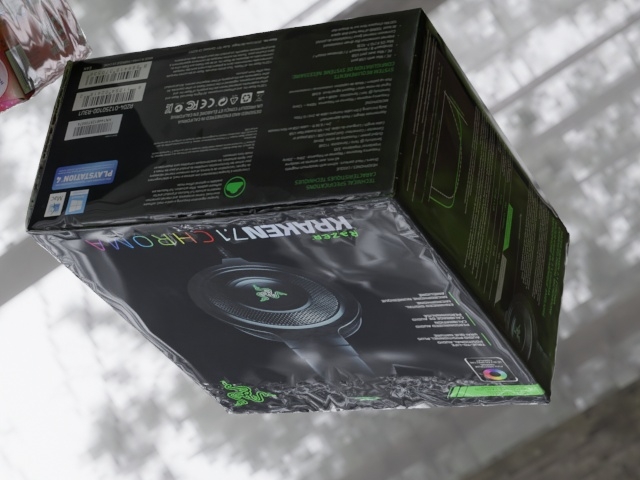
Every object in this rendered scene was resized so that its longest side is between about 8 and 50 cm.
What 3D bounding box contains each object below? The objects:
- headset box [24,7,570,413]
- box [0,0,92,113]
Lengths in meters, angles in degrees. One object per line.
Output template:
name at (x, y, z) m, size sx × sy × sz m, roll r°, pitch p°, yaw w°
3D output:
headset box at (0.000, 0.000, 1.144) m, size 0.283 × 0.246 × 0.131 m, roll 50°, pitch -137°, yaw -50°
box at (-0.245, -0.137, 1.168) m, size 0.128 × 0.122 × 0.257 m, roll 64°, pitch -173°, yaw -11°
